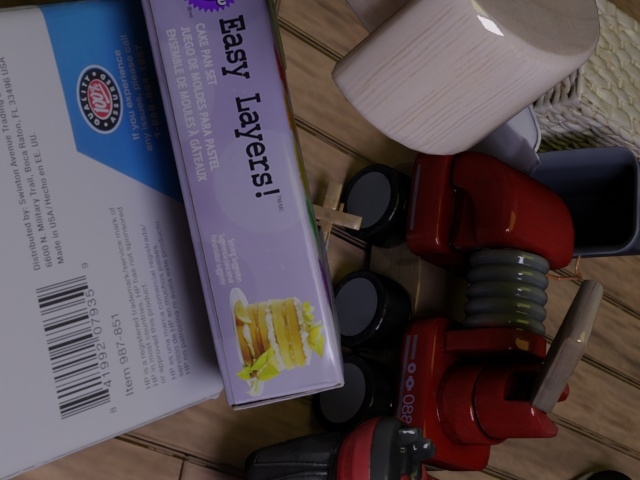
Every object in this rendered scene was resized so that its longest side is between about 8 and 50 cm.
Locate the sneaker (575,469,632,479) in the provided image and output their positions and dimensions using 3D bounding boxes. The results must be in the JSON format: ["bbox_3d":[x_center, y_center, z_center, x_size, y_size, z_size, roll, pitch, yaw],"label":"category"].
[{"bbox_3d":[0.235,0.282,1.120,0.107,0.124,0.283,62,35,-19],"label":"sneaker"}]

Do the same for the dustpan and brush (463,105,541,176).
[{"bbox_3d":[0.105,-0.137,1.092,0.060,0.147,0.211,-39,82,-10],"label":"dustpan and brush"}]

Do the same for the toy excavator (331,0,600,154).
[{"bbox_3d":[-0.023,-0.297,0.745,0.433,0.222,0.445,41,38,-16],"label":"toy excavator"}]

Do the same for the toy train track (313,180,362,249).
[{"bbox_3d":[0.000,0.000,1.011,0.048,0.014,0.083,15,80,-3],"label":"toy train track"}]

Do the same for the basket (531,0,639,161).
[{"bbox_3d":[0.218,-0.125,1.195,0.167,0.103,0.113,22,68,-41],"label":"basket"}]

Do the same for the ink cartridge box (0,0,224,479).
[{"bbox_3d":[-0.215,0.012,0.705,0.307,0.129,0.223,-17,98,-47],"label":"ink cartridge box"}]

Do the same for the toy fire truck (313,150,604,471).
[{"bbox_3d":[0.118,0.040,0.964,0.158,0.246,0.217,24,68,-43],"label":"toy fire truck"}]

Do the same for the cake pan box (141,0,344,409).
[{"bbox_3d":[-0.041,-0.046,0.841,0.267,0.070,0.245,-85,166,-87],"label":"cake pan box"}]

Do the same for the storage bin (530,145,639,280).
[{"bbox_3d":[0.208,-0.014,1.157,0.091,0.135,0.098,19,71,-53],"label":"storage bin"}]

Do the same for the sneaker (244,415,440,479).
[{"bbox_3d":[0.028,0.198,0.961,0.276,0.135,0.097,58,31,-55],"label":"sneaker"}]
